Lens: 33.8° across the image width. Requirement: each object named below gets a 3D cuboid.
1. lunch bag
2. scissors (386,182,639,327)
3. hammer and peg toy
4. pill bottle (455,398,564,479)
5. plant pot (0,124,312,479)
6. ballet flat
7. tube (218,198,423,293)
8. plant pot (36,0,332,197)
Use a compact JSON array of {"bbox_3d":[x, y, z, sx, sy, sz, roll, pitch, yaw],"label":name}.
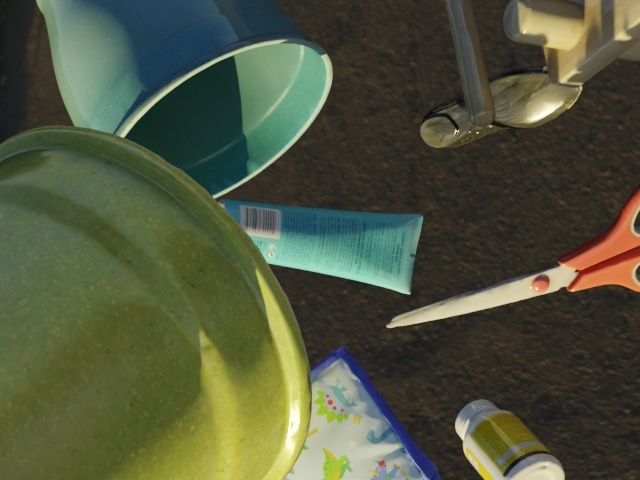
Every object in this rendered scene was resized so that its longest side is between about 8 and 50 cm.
[{"bbox_3d":[0.006,0.159,0.765,0.128,0.096,0.151,54,131,5],"label":"lunch bag"},{"bbox_3d":[0.208,0.039,0.903,0.297,0.109,0.021,-30,29,11],"label":"scissors"},{"bbox_3d":[0.208,-0.251,0.802,0.361,0.127,0.265,138,131,-57],"label":"hammer and peg toy"},{"bbox_3d":[0.177,0.203,1.011,0.065,0.065,0.116,-60,32,12],"label":"pill bottle"},{"bbox_3d":[-0.185,0.111,0.569,0.276,0.254,0.276,16,124,25],"label":"plant pot"},{"bbox_3d":[0.161,-0.126,0.953,0.173,0.049,0.057,-14,115,46],"label":"ballet flat"},{"bbox_3d":[0.000,0.000,1.022,0.052,0.207,0.080,-153,72,-71],"label":"tube"},{"bbox_3d":[-0.168,-0.208,1.130,0.272,0.272,0.255,-43,68,24],"label":"plant pot"}]
